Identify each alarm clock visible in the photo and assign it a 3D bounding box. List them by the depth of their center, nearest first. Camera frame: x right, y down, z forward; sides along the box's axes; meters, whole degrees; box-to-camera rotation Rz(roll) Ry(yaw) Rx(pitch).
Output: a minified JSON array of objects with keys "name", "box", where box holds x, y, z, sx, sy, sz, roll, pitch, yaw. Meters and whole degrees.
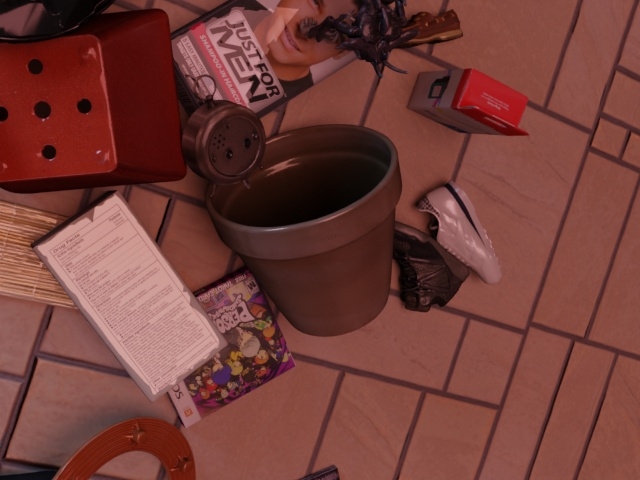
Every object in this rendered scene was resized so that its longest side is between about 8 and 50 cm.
[{"name":"alarm clock","box":[-0.153,-0.168,1.321,0.129,0.064,0.192,-34,122,-24]}]

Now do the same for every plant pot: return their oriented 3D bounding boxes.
[{"name":"plant pot","box":[-0.358,-0.194,1.218,0.267,0.236,0.267,-5,101,3]},{"name":"plant pot","box":[0.000,0.000,1.438,0.323,0.323,0.280,-28,124,-17]}]

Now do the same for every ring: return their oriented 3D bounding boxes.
[{"name":"ring","box":[-0.329,0.459,1.413,0.337,0.032,0.336,-19,115,-47]}]

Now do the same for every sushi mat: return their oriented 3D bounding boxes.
[{"name":"sushi mat","box":[-0.509,0.012,1.353,0.317,0.019,0.151,14,93,-25]}]

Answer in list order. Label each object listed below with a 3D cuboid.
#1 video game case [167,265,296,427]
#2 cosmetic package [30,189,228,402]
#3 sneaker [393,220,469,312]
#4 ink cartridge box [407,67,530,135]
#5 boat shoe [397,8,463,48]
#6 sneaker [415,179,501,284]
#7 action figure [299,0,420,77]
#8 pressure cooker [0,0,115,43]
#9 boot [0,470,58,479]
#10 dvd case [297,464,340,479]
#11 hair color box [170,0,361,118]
[{"name":"video game case","box":[-0.184,0.186,1.508,0.232,0.042,0.210,-27,108,-18]},{"name":"cosmetic package","box":[-0.306,0.087,1.366,0.160,0.113,0.309,-36,104,-16]},{"name":"sneaker","box":[0.178,0.055,1.621,0.227,0.087,0.130,38,76,-29]},{"name":"ink cartridge box","box":[0.276,-0.249,1.537,0.134,0.231,0.078,20,90,-25]},{"name":"boat shoe","box":[0.183,-0.392,1.571,0.178,0.064,0.060,-15,99,-27]},{"name":"sneaker","box":[0.275,-0.003,1.667,0.095,0.090,0.235,-33,106,-2]},{"name":"action figure","box":[0.057,-0.378,1.353,0.164,0.141,0.275,-16,88,-23]},{"name":"pressure cooker","box":[-0.438,-0.481,1.098,0.375,0.420,0.370,-47,131,4]},{"name":"boot","box":[-0.617,0.295,1.294,0.367,0.146,0.445,-23,102,-21]},{"name":"dvd case","box":[-0.021,0.567,1.653,0.165,0.018,0.221,-17,104,-22]},{"name":"hair color box","box":[-0.076,-0.340,1.436,0.374,0.114,0.185,-35,110,-16]}]
